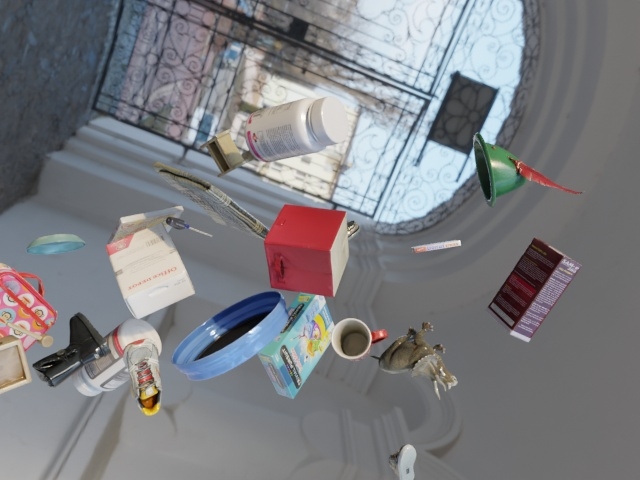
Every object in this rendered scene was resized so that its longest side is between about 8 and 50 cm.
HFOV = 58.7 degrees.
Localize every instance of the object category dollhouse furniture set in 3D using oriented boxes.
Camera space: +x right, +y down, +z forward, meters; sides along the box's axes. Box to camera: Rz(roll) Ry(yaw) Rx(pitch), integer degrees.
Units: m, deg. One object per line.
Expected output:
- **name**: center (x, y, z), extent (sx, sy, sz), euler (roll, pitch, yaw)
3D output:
- **dollhouse furniture set**: center (-0.297, -0.326, 2.003), extent (0.184, 0.129, 0.129), euler (-37, -166, -37)

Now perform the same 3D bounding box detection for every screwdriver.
- **screwdriver**: center (-0.293, -0.030, 1.297), extent (0.170, 0.024, 0.025), euler (17, 71, -66)

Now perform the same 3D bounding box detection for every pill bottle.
- **pill bottle**: center (-0.071, -0.328, 1.676), extent (0.283, 0.160, 0.160), euler (-5, -122, 36)
- **pill bottle**: center (-0.739, 0.428, 2.040), extent (0.319, 0.176, 0.176), euler (-36, -158, 20)

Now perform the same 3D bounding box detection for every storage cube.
- **storage cube**: center (-0.033, 0.025, 1.645), extent (0.215, 0.193, 0.183), euler (-65, 157, -48)

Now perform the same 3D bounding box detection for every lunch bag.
- **lunch bag**: center (-1.015, 0.220, 1.852), extent (0.258, 0.120, 0.293), euler (-48, 140, -23)

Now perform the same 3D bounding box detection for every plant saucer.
- **plant saucer**: center (-0.570, 0.006, 1.227), extent (0.119, 0.119, 0.021), euler (138, -58, -73)

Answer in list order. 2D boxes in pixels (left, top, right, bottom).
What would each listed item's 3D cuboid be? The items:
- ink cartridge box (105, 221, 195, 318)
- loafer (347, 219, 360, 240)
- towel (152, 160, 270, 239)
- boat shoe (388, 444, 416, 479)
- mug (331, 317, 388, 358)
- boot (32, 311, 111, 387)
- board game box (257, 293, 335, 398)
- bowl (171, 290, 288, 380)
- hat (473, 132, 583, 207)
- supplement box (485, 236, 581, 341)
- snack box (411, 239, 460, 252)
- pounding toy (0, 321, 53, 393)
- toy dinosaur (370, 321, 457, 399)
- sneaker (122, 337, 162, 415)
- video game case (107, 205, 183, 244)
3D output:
- **ink cartridge box**: center (-0.562, 0.095, 1.869), extent (0.283, 0.207, 0.117), euler (52, -20, 43)
- **loafer**: center (0.000, 0.000, 1.860), extent (0.268, 0.084, 0.096), euler (-31, -164, 2)
- **towel**: center (-0.344, -0.117, 1.783), extent (0.324, 0.312, 0.056), euler (24, -102, 41)
- **boat shoe**: center (0.256, 0.702, 1.829), extent (0.083, 0.065, 0.183), euler (41, -36, 46)
- **mug**: center (0.113, 0.302, 1.654), extent (0.169, 0.150, 0.113), euler (68, 38, -70)
- **boot**: center (-0.804, 0.341, 1.788), extent (0.207, 0.247, 0.094), euler (-30, 130, -31)
- **board game box**: center (-0.078, 0.377, 2.125), extent (0.336, 0.079, 0.253), euler (-53, 138, -35)
- **bowl**: center (-0.275, 0.294, 1.772), extent (0.391, 0.077, 0.391), euler (-27, -167, 7)
- **hat**: center (0.476, -0.173, 1.340), extent (0.173, 0.184, 0.208), euler (42, 37, -77)
- **supplement box**: center (0.548, 0.126, 1.476), extent (0.239, 0.073, 0.130), euler (-60, -157, 14)
- **snack box**: center (0.442, 0.022, 2.184), extent (0.064, 0.178, 0.022), euler (-142, -137, -87)
- **pounding toy**: center (-0.856, 0.306, 1.569), extent (0.094, 0.206, 0.181), euler (4, -73, 46)
- **toy dinosaur**: center (0.229, 0.309, 1.536), extent (0.314, 0.121, 0.160), euler (-2, -155, 44)
- **sneaker**: center (-0.434, 0.341, 1.426), extent (0.093, 0.088, 0.225), euler (42, -39, 50)
- **video game case**: center (-0.622, -0.048, 2.021), extent (0.206, 0.227, 0.026), euler (-40, -109, 50)
